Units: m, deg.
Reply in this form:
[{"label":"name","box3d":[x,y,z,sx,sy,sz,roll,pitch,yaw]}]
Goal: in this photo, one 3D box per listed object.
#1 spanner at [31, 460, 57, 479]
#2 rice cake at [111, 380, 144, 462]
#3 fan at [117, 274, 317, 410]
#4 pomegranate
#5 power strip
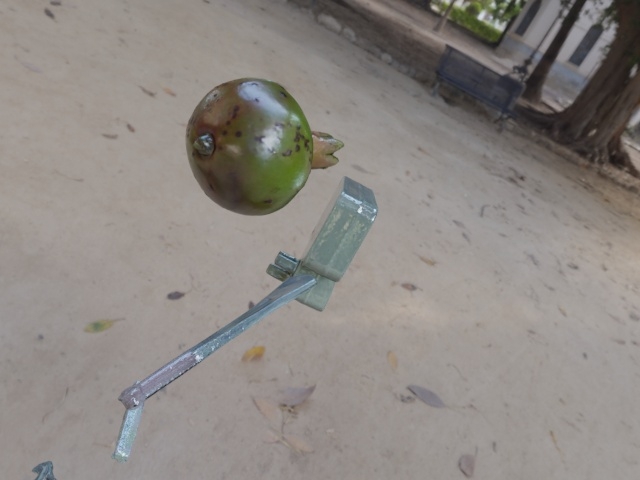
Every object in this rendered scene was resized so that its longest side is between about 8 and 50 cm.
[{"label":"spanner","box3d":[-0.383,0.409,0.770,0.301,0.018,0.071,3,44,40]},{"label":"rice cake","box3d":[-0.486,0.462,1.300,0.043,0.034,0.211,29,35,-25]},{"label":"fan","box3d":[-0.103,0.106,0.588,0.057,0.023,0.282,-1,23,41]},{"label":"pomegranate","box3d":[-0.065,-0.113,0.614,0.204,0.159,0.159,-6,42,-39]},{"label":"power strip","box3d":[0.000,0.000,1.029,0.141,0.261,0.229,27,16,-5]}]
